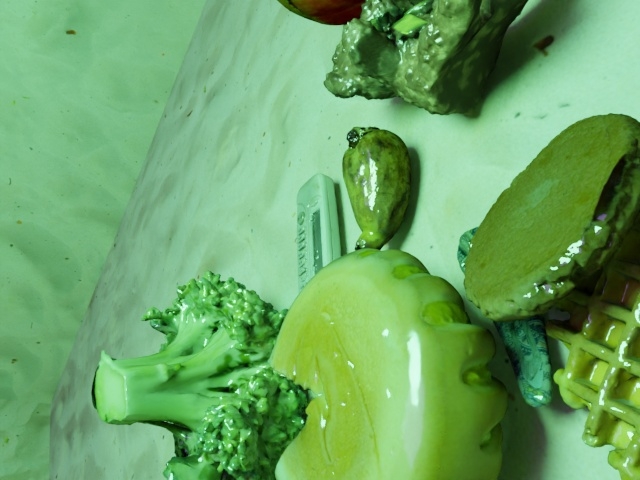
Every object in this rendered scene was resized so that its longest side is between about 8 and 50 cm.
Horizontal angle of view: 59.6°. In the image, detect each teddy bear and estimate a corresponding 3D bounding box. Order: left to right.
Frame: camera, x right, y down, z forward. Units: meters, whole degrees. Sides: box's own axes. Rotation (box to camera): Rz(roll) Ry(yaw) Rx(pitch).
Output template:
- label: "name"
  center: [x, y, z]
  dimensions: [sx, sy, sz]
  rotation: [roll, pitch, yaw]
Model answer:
- label: "teddy bear"
  center: [0.130, -0.282, 0.692]
  dimensions: [0.222, 0.246, 0.296]
  rotation: [43, 154, 25]

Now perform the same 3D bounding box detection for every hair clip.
- label: "hair clip"
  center: [0.194, 0.072, 0.580]
  dimensions: [0.066, 0.036, 0.229]
  rotation: [-44, 34, 30]

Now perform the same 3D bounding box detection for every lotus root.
- label: "lotus root"
  center: [0.080, -0.066, 0.785]
  dimensions: [0.108, 0.095, 0.190]
  rotation: [124, 144, -70]

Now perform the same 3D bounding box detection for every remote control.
- label: "remote control"
  center: [-0.001, 0.000, 0.912]
  dimensions: [0.090, 0.049, 0.230]
  rotation: [-36, 46, 44]

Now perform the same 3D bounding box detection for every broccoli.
- label: "broccoli"
  center: [-0.160, 0.230, 0.861]
  dimensions: [0.277, 0.318, 0.338]
  rotation: [-23, 95, 37]

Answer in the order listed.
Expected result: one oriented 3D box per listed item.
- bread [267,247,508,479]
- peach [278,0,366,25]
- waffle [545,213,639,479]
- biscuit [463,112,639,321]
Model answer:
- label: "bread"
  center: [0.071, 0.167, 0.610]
  dimensions: [0.333, 0.160, 0.332]
  rotation: [-28, 54, 48]
- label: "peach"
  center: [0.050, -0.514, 0.824]
  dimensions: [0.370, 0.370, 0.369]
  rotation: [-32, 49, 47]
- label: "waffle"
  center: [0.285, 0.065, 0.421]
  dimensions: [0.249, 0.056, 0.253]
  rotation: [-28, 50, 50]
- label: "biscuit"
  center: [0.212, -0.021, 0.517]
  dimensions: [0.225, 0.042, 0.226]
  rotation: [-56, 7, 11]
